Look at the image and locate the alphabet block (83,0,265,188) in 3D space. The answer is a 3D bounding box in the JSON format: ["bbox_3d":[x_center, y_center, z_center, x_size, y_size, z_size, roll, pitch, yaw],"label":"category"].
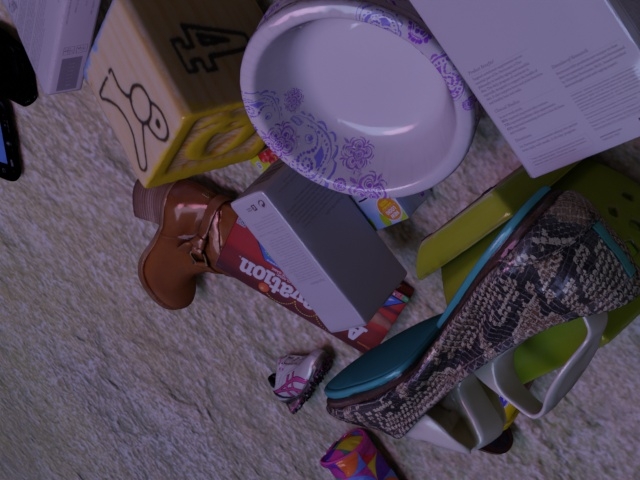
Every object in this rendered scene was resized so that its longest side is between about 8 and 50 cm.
[{"bbox_3d":[-0.171,-0.213,1.549,0.197,0.193,0.192,61,147,13],"label":"alphabet block"}]

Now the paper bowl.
[{"bbox_3d":[0.059,-0.199,1.391,0.284,0.148,0.284,14,138,13],"label":"paper bowl"}]

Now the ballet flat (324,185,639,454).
[{"bbox_3d":[0.169,0.129,1.267,0.182,0.164,0.483,47,138,4],"label":"ballet flat"}]

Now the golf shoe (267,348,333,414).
[{"bbox_3d":[-0.041,0.226,1.976,0.086,0.067,0.186,42,143,7],"label":"golf shoe"}]

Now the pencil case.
[{"bbox_3d":[0.095,0.440,2.024,0.104,0.104,0.236,-14,112,49],"label":"pencil case"}]

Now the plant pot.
[{"bbox_3d":[0.264,0.018,1.380,0.207,0.227,0.228,52,143,3],"label":"plant pot"}]

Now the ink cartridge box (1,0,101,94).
[{"bbox_3d":[-0.409,-0.408,1.741,0.261,0.066,0.296,61,148,22],"label":"ink cartridge box"}]

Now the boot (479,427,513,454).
[{"bbox_3d":[0.193,0.259,1.804,0.219,0.082,0.106,34,163,8],"label":"boot"}]

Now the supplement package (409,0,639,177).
[{"bbox_3d":[0.251,-0.242,1.161,0.262,0.198,0.199,53,143,-11],"label":"supplement package"}]

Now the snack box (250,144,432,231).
[{"bbox_3d":[0.025,-0.089,1.621,0.207,0.070,0.174,-20,110,52],"label":"snack box"}]

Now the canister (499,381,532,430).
[{"bbox_3d":[0.244,0.178,1.661,0.126,0.073,0.170,33,140,15],"label":"canister"}]

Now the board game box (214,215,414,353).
[{"bbox_3d":[-0.013,0.056,1.762,0.281,0.027,0.145,30,131,2],"label":"board game box"}]

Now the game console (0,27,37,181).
[{"bbox_3d":[-0.582,-0.245,2.072,0.213,0.044,0.361,28,140,22],"label":"game console"}]

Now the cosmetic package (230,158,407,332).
[{"bbox_3d":[0.000,0.000,1.577,0.085,0.117,0.231,-19,111,50],"label":"cosmetic package"}]

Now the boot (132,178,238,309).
[{"bbox_3d":[-0.185,0.025,1.916,0.220,0.109,0.283,17,127,27],"label":"boot"}]
